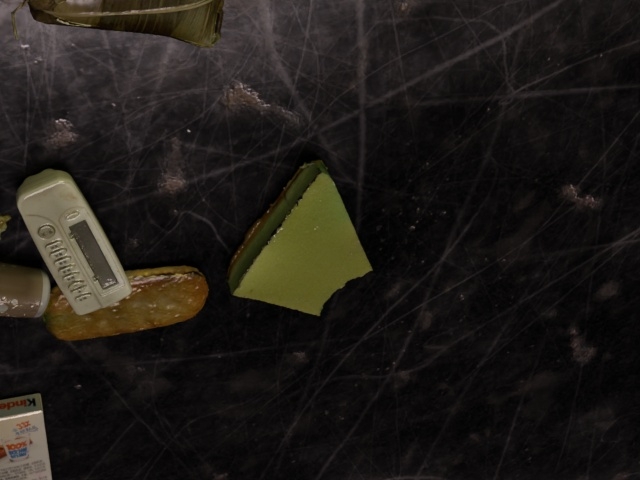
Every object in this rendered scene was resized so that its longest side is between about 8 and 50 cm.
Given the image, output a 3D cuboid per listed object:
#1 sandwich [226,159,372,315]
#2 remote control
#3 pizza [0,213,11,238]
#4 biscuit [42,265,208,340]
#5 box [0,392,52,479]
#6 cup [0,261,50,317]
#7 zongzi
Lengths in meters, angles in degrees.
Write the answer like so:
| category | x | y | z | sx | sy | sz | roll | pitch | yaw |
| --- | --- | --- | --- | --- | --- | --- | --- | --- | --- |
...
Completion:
| category | x | y | z | sx | sy | sz | roll | pitch | yaw |
| --- | --- | --- | --- | --- | --- | --- | --- | --- | --- |
| sandwich | 0.000 | 0.000 | 1.674 | 0.212 | 0.063 | 0.245 | 17 | 121 | -39 |
| remote control | -0.339 | 0.003 | 1.516 | 0.090 | 0.049 | 0.230 | -25 | 131 | -7 |
| pizza | -0.545 | -0.011 | 1.413 | 0.288 | 0.075 | 0.279 | -3 | 135 | -24 |
| biscuit | -0.288 | 0.091 | 1.646 | 0.247 | 0.029 | 0.118 | -7 | 135 | -18 |
| box | -0.567 | 0.367 | 1.756 | 0.274 | 0.048 | 0.264 | -8 | 132 | -16 |
| cup | -0.436 | 0.080 | 1.536 | 0.099 | 0.074 | 0.102 | 9 | 126 | -31 |
| zongzi | -0.207 | -0.327 | 1.224 | 0.248 | 0.111 | 0.241 | 1 | 144 | -24 |
